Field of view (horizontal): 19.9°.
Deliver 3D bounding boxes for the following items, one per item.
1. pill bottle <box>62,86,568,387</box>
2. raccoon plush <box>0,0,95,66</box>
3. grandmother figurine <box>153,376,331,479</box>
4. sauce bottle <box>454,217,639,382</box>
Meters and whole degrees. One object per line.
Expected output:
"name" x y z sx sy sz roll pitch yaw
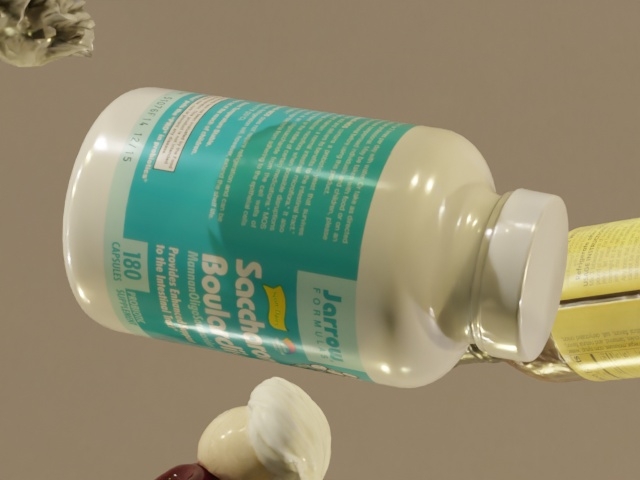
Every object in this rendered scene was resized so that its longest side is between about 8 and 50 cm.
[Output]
"pill bottle" 0.000 0.000 1.027 0.264 0.146 0.146 9 -63 22
"raccoon plush" -0.208 -0.255 0.749 0.299 0.216 0.446 8 -91 42
"grandmother figurine" -0.131 0.205 1.216 0.342 0.208 0.104 -34 -89 -24
"sauce bottle" 0.197 0.040 1.250 0.344 0.111 0.111 -8 -62 43
